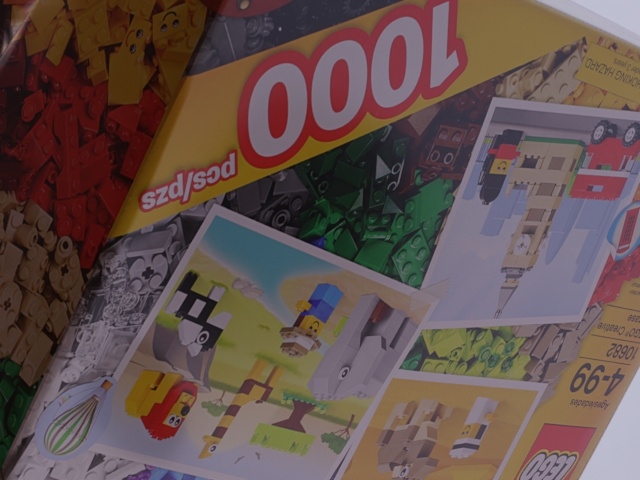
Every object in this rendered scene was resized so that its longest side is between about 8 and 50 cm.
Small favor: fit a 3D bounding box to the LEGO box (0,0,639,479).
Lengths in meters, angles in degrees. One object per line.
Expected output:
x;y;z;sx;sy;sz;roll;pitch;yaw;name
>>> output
0.000;0.000;1.041;0.193;0.500;0.372;36;-74;39;LEGO box
